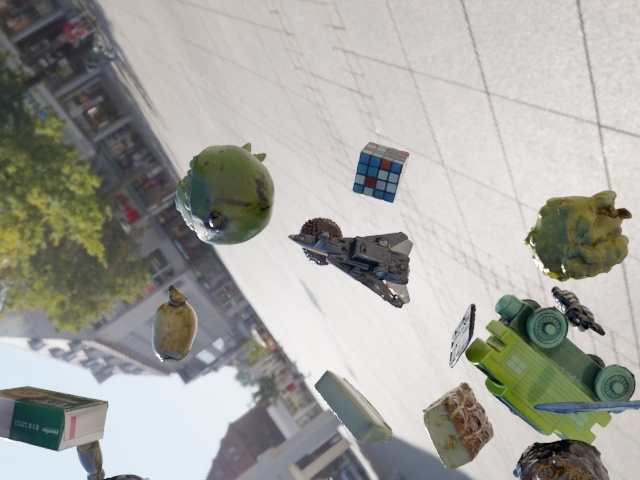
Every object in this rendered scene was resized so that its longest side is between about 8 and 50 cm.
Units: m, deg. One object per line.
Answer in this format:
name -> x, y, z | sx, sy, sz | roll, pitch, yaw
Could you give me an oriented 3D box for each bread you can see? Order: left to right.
bread -> 0.405, 0.529, 1.838 | 0.274, 0.114, 0.185 | 2, -120, -64

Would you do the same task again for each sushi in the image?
sushi -> 0.514, 0.594, 1.305 | 0.349, 0.234, 0.207 | 64, -159, 6

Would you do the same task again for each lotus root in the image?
lotus root -> -0.414, 0.239, 1.804 | 0.118, 0.221, 0.125 | 5, 170, 16

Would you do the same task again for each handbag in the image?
handbag -> 0.108, 0.488, 1.833 | 0.256, 0.079, 0.219 | 45, -173, 38

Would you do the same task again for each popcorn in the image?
popcorn -> 0.661, -0.013, 1.617 | 0.233, 0.266, 0.192 | 52, -166, 21

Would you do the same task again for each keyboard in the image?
keyboard -> 0.356, 0.243, 1.589 | 0.016, 0.106, 0.262 | 9, 154, 4

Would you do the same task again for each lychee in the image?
lychee -> 0.002, -0.001, 1.634 | 0.129, 0.123, 0.123 | 57, 176, 48

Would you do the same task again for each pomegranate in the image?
pomegranate -> -0.230, -0.136, 1.647 | 0.260, 0.341, 0.261 | 13, 134, 13

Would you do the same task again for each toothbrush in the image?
toothbrush -> 0.664, 0.368, 1.401 | 0.035, 0.042, 0.413 | 30, 148, -36

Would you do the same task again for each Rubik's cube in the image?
Rubik's cube -> 0.211, -0.238, 2.197 | 0.154, 0.151, 0.155 | 17, -155, 11

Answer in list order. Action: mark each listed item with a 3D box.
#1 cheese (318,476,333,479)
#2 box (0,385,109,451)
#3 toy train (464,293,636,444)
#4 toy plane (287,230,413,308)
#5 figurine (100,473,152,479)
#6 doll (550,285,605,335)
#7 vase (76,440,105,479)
cheese -> 0.000, 0.882, 2.044 | 0.175, 0.090, 0.203 | 2, -97, -79
box -> -0.526, 0.333, 1.199 | 0.135, 0.198, 0.081 | 27, -112, -73
toy train -> 0.582, 0.342, 1.625 | 0.442, 0.272, 0.179 | 40, -179, -6
toy plane -> 0.078, 0.028, 1.486 | 0.315, 0.204, 0.103 | 22, 148, -24
figurine -> -0.367, 0.565, 1.286 | 0.222, 0.145, 0.145 | 53, 172, -20
doll -> 0.680, 0.188, 1.699 | 0.091, 0.067, 0.219 | 32, -164, -15
vase -> -0.523, 0.505, 1.450 | 0.053, 0.053, 0.101 | -139, 40, -55
